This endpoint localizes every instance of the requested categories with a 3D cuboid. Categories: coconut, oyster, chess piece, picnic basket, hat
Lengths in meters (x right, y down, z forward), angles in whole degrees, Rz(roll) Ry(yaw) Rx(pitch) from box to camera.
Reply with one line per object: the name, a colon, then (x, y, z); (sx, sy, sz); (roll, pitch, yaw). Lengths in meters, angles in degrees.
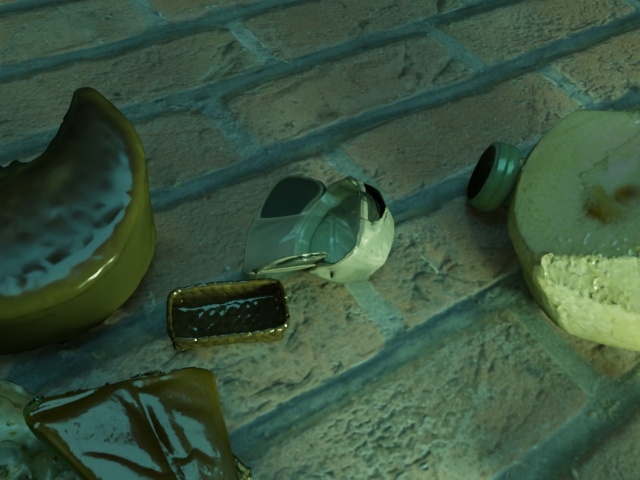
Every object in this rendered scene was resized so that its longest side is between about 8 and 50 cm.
coconut: (0.516, 0.000, 0.981); (0.405, 0.404, 0.404); (4, 52, -5)
oyster: (-0.423, 0.285, 0.796); (0.294, 0.094, 0.166); (34, 49, -4)
chess piece: (0.437, -0.085, 1.187); (0.272, 0.139, 0.139); (21, 51, -6)
picnic basket: (-0.148, 0.121, 0.974); (0.193, 0.055, 0.110); (-5, 52, -11)
hat: (-0.009, 0.000, 1.037); (0.275, 0.161, 0.232); (-14, 36, 10)

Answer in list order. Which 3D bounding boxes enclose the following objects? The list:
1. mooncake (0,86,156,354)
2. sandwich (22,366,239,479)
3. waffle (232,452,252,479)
mooncake: (-0.460, -0.030, 0.927); (0.394, 0.246, 0.393); (5, 60, -4)
sandwich: (-0.235, 0.277, 0.761); (0.245, 0.063, 0.212); (-8, 55, -22)
waffle: (-0.176, 0.335, 0.810); (0.102, 0.042, 0.148); (38, 57, 19)
